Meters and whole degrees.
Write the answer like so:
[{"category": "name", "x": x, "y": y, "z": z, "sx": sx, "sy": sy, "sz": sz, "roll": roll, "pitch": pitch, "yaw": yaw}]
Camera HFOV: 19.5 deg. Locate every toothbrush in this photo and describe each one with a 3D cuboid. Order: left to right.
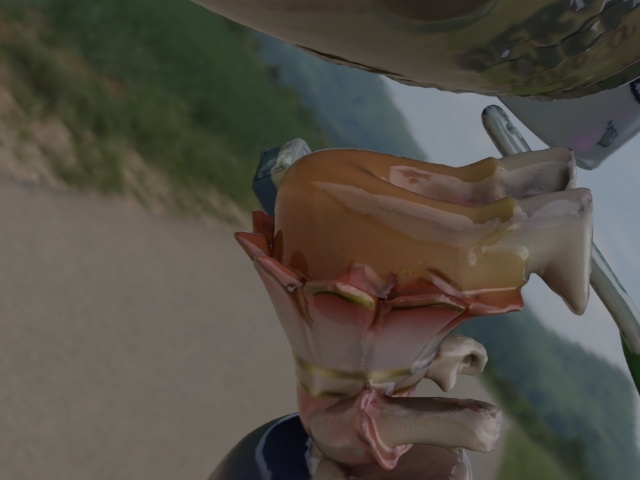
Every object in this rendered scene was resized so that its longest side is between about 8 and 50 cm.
[{"category": "toothbrush", "x": 0.161, "y": 0.062, "z": 0.941, "sx": 0.304, "sy": 0.030, "sz": 0.030, "roll": 57, "pitch": 1, "yaw": -8}]

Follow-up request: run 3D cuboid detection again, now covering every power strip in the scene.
[{"category": "power strip", "x": 0.000, "y": 0.000, "z": 1.160, "sx": 0.123, "sy": 0.032, "sz": 0.056, "roll": 62, "pitch": 17, "yaw": -19}]

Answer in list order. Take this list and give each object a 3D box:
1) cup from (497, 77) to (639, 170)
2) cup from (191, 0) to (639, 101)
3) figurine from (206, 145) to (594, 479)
[{"category": "cup", "x": 0.221, "y": -0.224, "z": 1.141, "sx": 0.212, "sy": 0.317, "sz": 0.212, "roll": 43, "pitch": 19, "yaw": -19}, {"category": "cup", "x": 0.037, "y": -0.195, "z": 0.628, "sx": 0.227, "sy": 0.301, "sz": 0.257, "roll": 6, "pitch": -15, "yaw": 40}, {"category": "figurine", "x": 0.010, "y": 0.065, "z": 0.518, "sx": 0.111, "sy": 0.102, "sz": 0.195, "roll": -80, "pitch": 178, "yaw": -75}]
